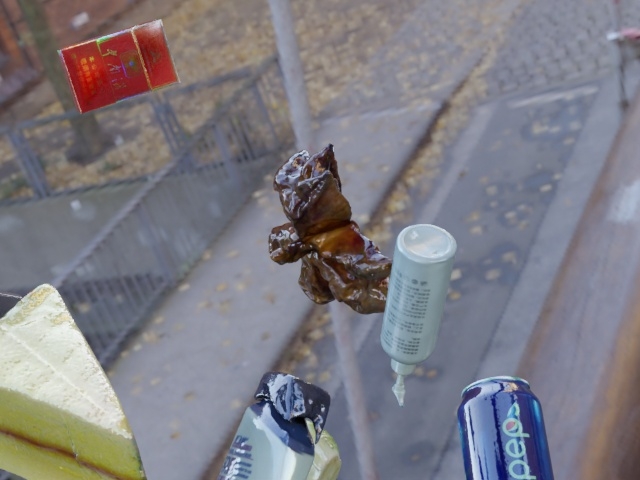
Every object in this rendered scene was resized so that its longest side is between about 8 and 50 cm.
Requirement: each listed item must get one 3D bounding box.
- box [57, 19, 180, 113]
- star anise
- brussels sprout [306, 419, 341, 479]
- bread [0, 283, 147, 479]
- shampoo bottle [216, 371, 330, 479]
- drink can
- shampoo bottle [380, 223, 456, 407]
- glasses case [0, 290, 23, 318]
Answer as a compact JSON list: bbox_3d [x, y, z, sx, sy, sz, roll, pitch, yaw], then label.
[{"bbox_3d":[-0.330,-0.286,2.009,0.175,0.112,0.048,-21,16,-15],"label":"box"},{"bbox_3d":[0.001,-0.005,1.246,0.111,0.212,0.196,-32,37,-1],"label":"star anise"},{"bbox_3d":[-0.051,0.385,2.206,0.180,0.161,0.144,32,44,18],"label":"brussels sprout"},{"bbox_3d":[-0.249,0.181,1.347,0.264,0.168,0.163,16,42,27],"label":"bread"},{"bbox_3d":[-0.085,0.324,1.374,0.134,0.078,0.359,-3,61,60],"label":"shampoo bottle"},{"bbox_3d":[0.244,0.288,1.610,0.118,0.118,0.205,-14,58,15],"label":"drink can"},{"bbox_3d":[0.086,0.074,1.151,0.056,0.195,0.056,5,41,-4],"label":"shampoo bottle"},{"bbox_3d":[-0.474,0.089,1.580,0.042,0.072,0.190,14,-2,42],"label":"glasses case"}]
